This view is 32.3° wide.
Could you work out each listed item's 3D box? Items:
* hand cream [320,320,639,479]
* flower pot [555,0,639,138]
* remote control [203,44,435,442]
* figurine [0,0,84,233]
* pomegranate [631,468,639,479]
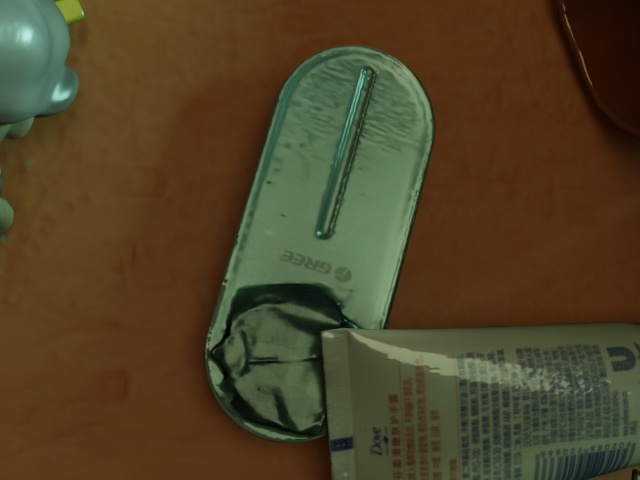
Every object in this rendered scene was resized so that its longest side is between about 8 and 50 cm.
[{"bbox_3d":[0.120,0.106,0.666,0.248,0.083,0.133,-5,100,-15],"label":"hand cream"},{"bbox_3d":[0.276,-0.165,0.709,0.173,0.191,0.190,-17,85,-29],"label":"flower pot"},{"bbox_3d":[0.000,0.000,0.672,0.104,0.052,0.247,18,78,-8],"label":"remote control"},{"bbox_3d":[-0.209,-0.082,0.613,0.137,0.112,0.228,16,88,-15],"label":"figurine"},{"bbox_3d":[0.200,0.224,0.650,0.129,0.129,0.159,-36,71,-16],"label":"pomegranate"}]
